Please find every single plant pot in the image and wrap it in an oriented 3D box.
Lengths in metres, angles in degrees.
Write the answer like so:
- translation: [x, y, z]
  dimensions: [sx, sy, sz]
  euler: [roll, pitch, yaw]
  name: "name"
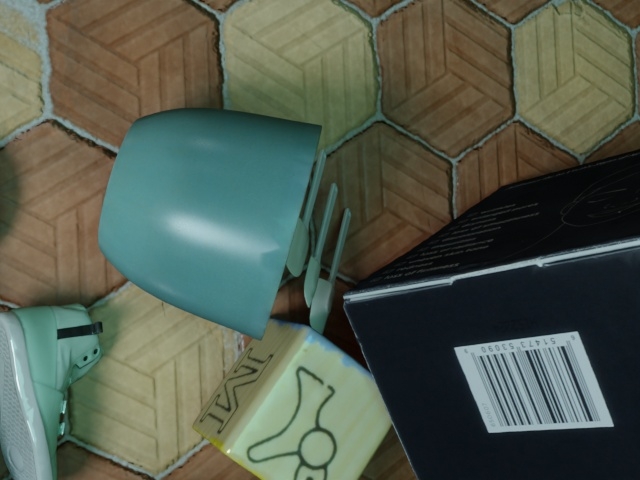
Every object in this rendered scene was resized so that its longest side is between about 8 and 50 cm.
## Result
- translation: [-0.150, -0.040, 1.151]
  dimensions: [0.235, 0.293, 0.292]
  euler: [15, 83, -4]
  name: "plant pot"

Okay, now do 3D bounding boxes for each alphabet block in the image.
- translation: [-0.033, 0.242, 1.227]
  dimensions: [0.192, 0.193, 0.197]
  euler: [39, 76, -14]
  name: "alphabet block"

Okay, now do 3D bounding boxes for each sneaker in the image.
- translation: [-0.338, 0.207, 1.155]
  dimensions: [0.151, 0.094, 0.255]
  euler: [-12, 98, -48]
  name: "sneaker"

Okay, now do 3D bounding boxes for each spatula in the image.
- translation: [0.000, 0.000, 1.247]
  dimensions: [0.242, 0.019, 0.168]
  euler: [-77, 151, -42]
  name: "spatula"

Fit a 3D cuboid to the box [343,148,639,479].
- translation: [0.379, 0.073, 1.150]
  dimensions: [0.472, 0.480, 0.297]
  euler: [-33, 103, -46]
  name: "box"
